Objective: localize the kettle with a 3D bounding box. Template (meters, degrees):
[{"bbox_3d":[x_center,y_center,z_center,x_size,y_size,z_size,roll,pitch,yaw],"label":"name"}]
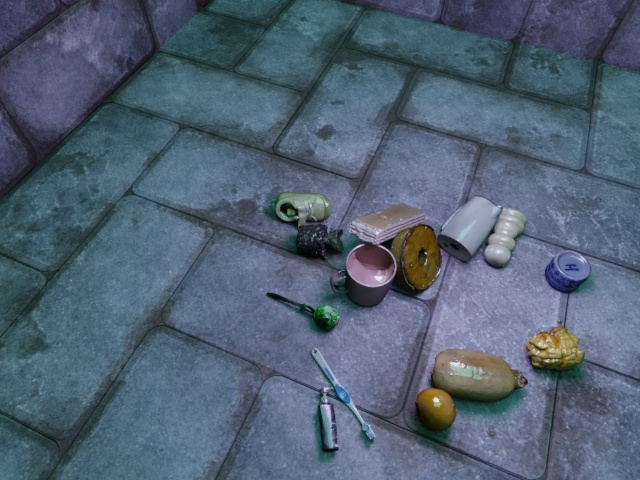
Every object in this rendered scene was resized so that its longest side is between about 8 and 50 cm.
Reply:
[{"bbox_3d":[0.621,-0.065,1.969,0.255,0.165,0.240,-51,27,-12],"label":"kettle"}]

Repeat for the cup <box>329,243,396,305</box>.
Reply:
[{"bbox_3d":[0.159,0.152,1.803,0.252,0.200,0.192,-13,57,-11],"label":"cup"}]

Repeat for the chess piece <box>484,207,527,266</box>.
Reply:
[{"bbox_3d":[0.780,-0.002,1.972,0.144,0.144,0.251,23,65,14],"label":"chess piece"}]

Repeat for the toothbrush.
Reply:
[{"bbox_3d":[0.077,0.542,1.643,0.040,0.040,0.386,-27,57,-18],"label":"toothbrush"}]

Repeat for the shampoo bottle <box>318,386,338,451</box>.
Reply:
[{"bbox_3d":[0.026,0.610,1.575,0.063,0.057,0.208,-5,57,-4],"label":"shampoo bottle"}]

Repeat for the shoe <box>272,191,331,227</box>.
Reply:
[{"bbox_3d":[-0.084,-0.134,2.041,0.262,0.140,0.128,14,47,14],"label":"shoe"}]

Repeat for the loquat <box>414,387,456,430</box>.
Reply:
[{"bbox_3d":[0.392,0.570,1.562,0.141,0.141,0.141,1,56,-1],"label":"loquat"}]

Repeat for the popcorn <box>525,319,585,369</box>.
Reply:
[{"bbox_3d":[0.866,0.409,1.687,0.194,0.140,0.163,-17,49,-24],"label":"popcorn"}]

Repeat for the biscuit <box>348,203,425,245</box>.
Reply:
[{"bbox_3d":[0.284,-0.074,1.913,0.144,0.079,0.426,25,26,31],"label":"biscuit"}]

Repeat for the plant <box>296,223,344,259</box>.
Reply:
[{"bbox_3d":[0.000,0.000,1.945,0.203,0.131,0.142,6,54,15],"label":"plant"}]

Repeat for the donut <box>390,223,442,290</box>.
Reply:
[{"bbox_3d":[0.378,0.067,1.854,0.107,0.272,0.272,7,45,51],"label":"donut"}]

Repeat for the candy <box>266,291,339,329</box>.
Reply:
[{"bbox_3d":[-0.074,0.259,1.810,0.323,0.097,0.097,19,57,20],"label":"candy"}]

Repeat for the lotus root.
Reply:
[{"bbox_3d":[0.562,0.477,1.619,0.342,0.151,0.169,6,56,7],"label":"lotus root"}]

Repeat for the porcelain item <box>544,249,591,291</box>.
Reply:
[{"bbox_3d":[1.014,0.128,1.888,0.147,0.114,0.147,0,54,-1],"label":"porcelain item"}]
